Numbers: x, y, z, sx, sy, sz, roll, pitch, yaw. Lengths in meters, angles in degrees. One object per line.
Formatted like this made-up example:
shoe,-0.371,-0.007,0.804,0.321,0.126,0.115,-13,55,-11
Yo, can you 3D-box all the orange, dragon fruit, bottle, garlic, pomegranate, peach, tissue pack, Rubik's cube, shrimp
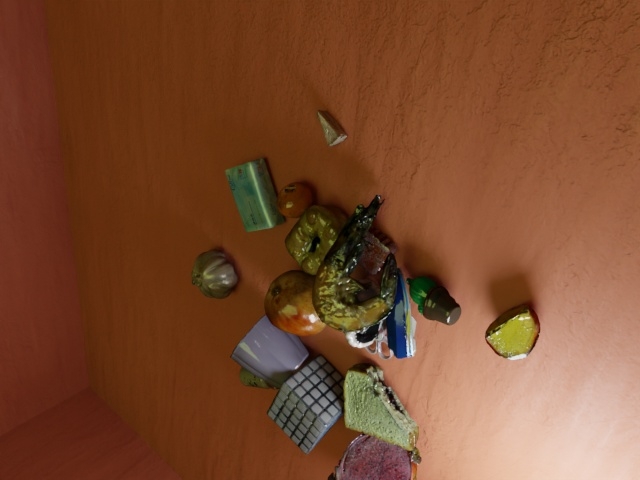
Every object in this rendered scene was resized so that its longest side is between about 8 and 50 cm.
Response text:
orange,-0.091,-0.138,1.623,0.135,0.135,0.117,19,142,32
dragon fruit,0.230,0.878,1.713,0.314,0.296,0.263,8,146,33
bottle,-0.254,0.611,2.067,0.233,0.110,0.110,-8,103,40
garlic,-0.481,0.156,2.039,0.228,0.152,0.228,10,109,31
pomegranate,-0.071,0.239,1.701,0.252,0.229,0.270,-6,147,39
peach,0.547,0.250,1.293,0.127,0.092,0.172,29,112,21
tissue pack,-0.256,-0.170,1.768,0.177,0.089,0.263,-9,101,42
Rubik's cube,-0.033,0.644,1.817,0.238,0.237,0.237,40,127,18
shrimp,0.131,0.074,1.429,0.272,0.085,0.445,20,89,25

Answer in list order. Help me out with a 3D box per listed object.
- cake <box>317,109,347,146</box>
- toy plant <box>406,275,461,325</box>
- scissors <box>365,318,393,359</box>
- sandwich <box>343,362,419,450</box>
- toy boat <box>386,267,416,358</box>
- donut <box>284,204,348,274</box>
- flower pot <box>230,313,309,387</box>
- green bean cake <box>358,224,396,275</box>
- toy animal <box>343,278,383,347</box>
cake,0.035,-0.371,1.480,0.065,0.052,0.121,-16,96,47
toy plant,0.343,0.186,1.430,0.200,0.105,0.143,38,151,45
scissors,0.209,0.306,1.623,0.118,0.030,0.242,18,117,37
sandwich,0.215,0.587,1.649,0.288,0.099,0.254,8,95,35
toy boat,0.264,0.229,1.505,0.129,0.088,0.295,-136,39,-72
donut,0.000,0.000,1.605,0.208,0.128,0.261,51,131,10
flower pot,-0.196,0.457,1.873,0.243,0.265,0.265,43,129,7
green bean cake,0.172,0.031,1.527,0.135,0.056,0.135,43,130,18
toy animal,0.122,0.242,1.554,0.204,0.156,0.208,52,136,49
